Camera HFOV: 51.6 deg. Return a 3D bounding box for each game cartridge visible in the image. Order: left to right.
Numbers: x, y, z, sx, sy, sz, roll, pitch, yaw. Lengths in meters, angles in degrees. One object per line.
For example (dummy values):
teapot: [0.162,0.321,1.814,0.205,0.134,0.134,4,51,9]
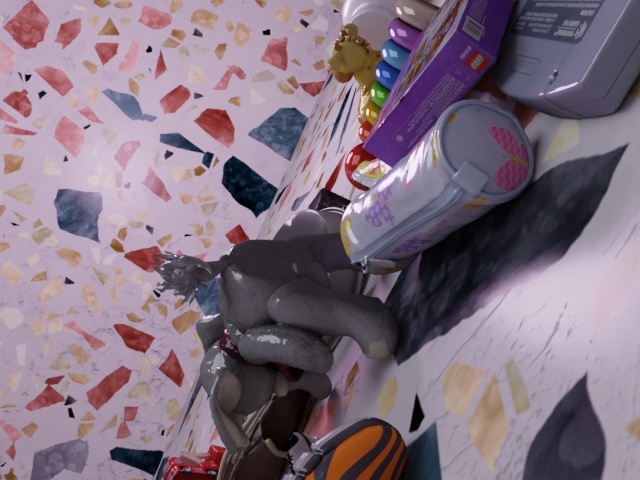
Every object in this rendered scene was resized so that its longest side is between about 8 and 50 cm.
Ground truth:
game cartridge: [0.256,-0.224,0.657,0.297,0.062,0.198,-95,27,-70]

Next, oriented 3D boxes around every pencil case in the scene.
pencil case: [0.118,-0.048,0.753,0.124,0.113,0.273,-38,-3,-30]

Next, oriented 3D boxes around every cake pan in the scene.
cake pan: [-0.034,0.074,1.156,0.293,0.054,0.293,-35,45,46]

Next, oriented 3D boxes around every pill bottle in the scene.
pill bottle: [0.156,-0.591,1.625,0.181,0.181,0.323,-53,16,49]

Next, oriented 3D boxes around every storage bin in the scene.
storage bin: [0.000,0.000,1.339,0.122,0.084,0.180,-49,19,57]

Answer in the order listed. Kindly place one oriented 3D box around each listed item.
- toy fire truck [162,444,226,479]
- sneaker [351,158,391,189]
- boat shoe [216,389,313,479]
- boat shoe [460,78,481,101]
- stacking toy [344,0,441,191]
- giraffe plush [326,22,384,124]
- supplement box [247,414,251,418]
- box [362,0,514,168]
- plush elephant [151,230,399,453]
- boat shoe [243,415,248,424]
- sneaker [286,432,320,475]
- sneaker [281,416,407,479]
toy fire truck: [-0.254,0.475,1.385,0.135,0.192,0.047,25,92,51]
sneaker: [0.118,-0.109,1.031,0.094,0.081,0.208,-64,21,4]
boat shoe: [-0.085,0.317,1.026,0.258,0.095,0.095,-67,16,-9]
boat shoe: [0.195,-0.223,0.962,0.042,0.048,0.133,-96,26,-55]
stacking toy: [0.129,-0.230,1.120,0.141,0.141,0.330,-87,19,-64]
giraffe plush: [0.096,-0.387,1.492,0.210,0.170,0.181,-59,12,33]
supplement box: [-0.087,0.309,1.131,0.036,0.062,0.098,-66,10,-7]
box: [0.165,-0.247,0.840,0.201,0.057,0.293,-49,11,49]
plush elephant: [-0.067,0.143,0.922,0.272,0.329,0.256,-107,22,-60]
boat shoe: [-0.115,0.343,1.212,0.083,0.065,0.184,-100,29,-70]
sneaker: [-0.029,0.309,0.897,0.040,0.043,0.109,-57,15,31]
sneaker: [0.015,0.302,0.542,0.180,0.125,0.321,2,48,52]
